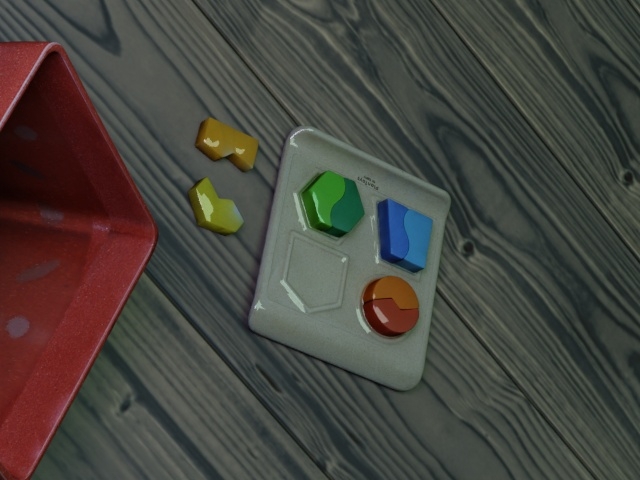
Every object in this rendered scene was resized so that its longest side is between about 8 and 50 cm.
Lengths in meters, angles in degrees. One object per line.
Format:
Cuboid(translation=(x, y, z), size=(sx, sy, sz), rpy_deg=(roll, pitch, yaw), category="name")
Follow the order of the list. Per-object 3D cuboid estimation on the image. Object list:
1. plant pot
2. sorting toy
Cuboid(translation=(-0.323, 0.002, 1.384), size=(0.267, 0.236, 0.267), rpy_deg=(-64, 152, -28), category="plant pot")
Cuboid(translation=(0.000, 0.000, 1.750), size=(0.307, 0.041, 0.229), rpy_deg=(24, 66, -27), category="sorting toy")
